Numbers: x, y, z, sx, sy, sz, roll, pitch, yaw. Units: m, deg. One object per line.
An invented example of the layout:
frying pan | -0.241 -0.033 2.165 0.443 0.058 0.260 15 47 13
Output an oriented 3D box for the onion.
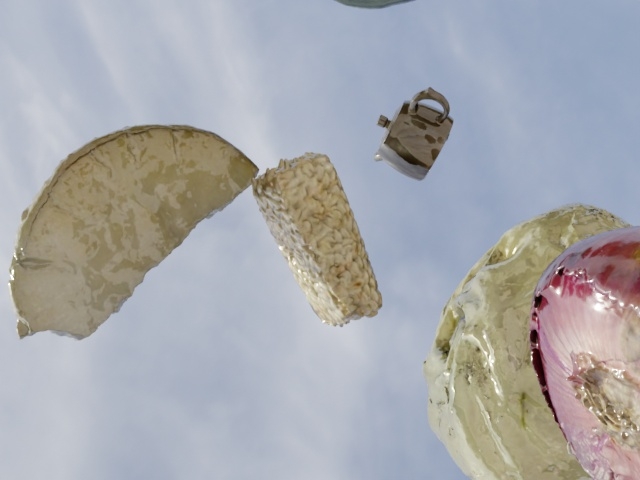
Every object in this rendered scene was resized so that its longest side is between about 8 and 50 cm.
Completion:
onion | 0.250 0.097 0.618 0.161 0.248 0.248 -8 -105 -21

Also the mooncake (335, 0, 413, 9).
mooncake | 0.055 -0.312 0.863 0.175 0.168 0.104 12 -122 -7

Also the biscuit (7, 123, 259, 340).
biscuit | -0.182 -0.029 0.831 0.290 0.038 0.141 -44 -61 -27

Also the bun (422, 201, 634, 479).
bun | 0.250 0.126 1.073 0.234 0.326 0.362 18 -93 -7

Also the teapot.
teapot | 0.091 -0.111 0.907 0.068 0.121 0.076 27 -127 -3

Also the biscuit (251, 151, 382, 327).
biscuit | 0.000 0.000 0.834 0.070 0.082 0.169 -26 -83 -16
